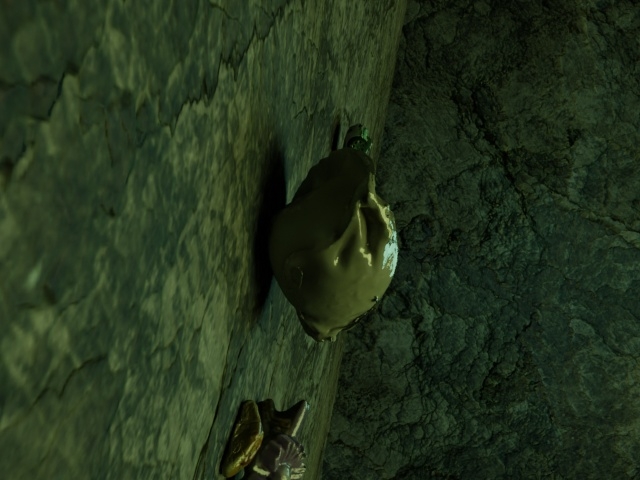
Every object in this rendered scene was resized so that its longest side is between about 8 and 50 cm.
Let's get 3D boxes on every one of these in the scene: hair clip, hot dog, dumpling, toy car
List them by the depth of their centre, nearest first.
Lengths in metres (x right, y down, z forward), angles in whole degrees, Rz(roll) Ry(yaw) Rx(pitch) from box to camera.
[{"bbox_3d":[-0.083,0.224,0.665,0.030,0.034,0.090,94,9,-46],"label":"hot dog"},{"bbox_3d":[0.000,0.000,0.666,0.172,0.142,0.247,-116,-143,-44],"label":"dumpling"},{"bbox_3d":[-0.081,0.319,0.698,0.106,0.084,0.292,62,41,-50],"label":"hair clip"},{"bbox_3d":[0.053,-0.101,1.082,0.090,0.076,0.224,-50,142,-73],"label":"toy car"}]
